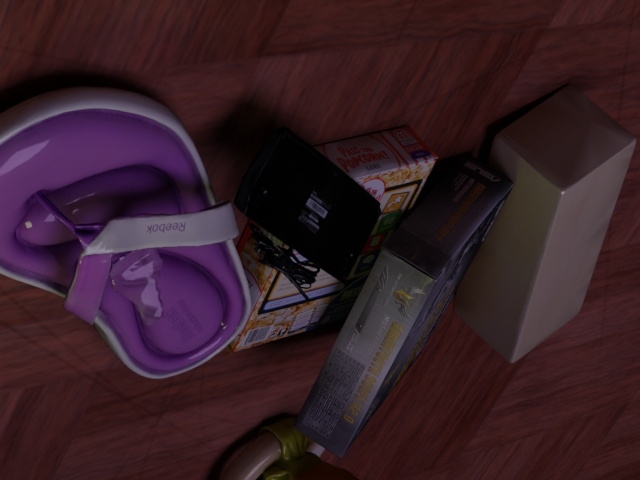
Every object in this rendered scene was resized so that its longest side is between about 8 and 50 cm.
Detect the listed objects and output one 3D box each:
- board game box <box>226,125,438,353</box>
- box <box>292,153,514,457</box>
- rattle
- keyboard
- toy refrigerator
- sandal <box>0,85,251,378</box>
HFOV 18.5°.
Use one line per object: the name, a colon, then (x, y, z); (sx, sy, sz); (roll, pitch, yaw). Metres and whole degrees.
board game box: (0.000, 0.000, 1.638); (0.146, 0.045, 0.193); (-14, 143, -41)
box: (0.073, 0.057, 1.731); (0.183, 0.056, 0.231); (-48, 167, -51)
rattle: (-0.045, 0.281, 1.907); (0.200, 0.143, 0.130); (-52, 170, 9)
keyboard: (-0.022, -0.020, 1.518); (0.100, 0.038, 0.192); (-62, 148, -5)
toy refrigerator: (0.202, -0.013, 1.830); (0.102, 0.094, 0.269); (-34, 154, -27)
sandal: (-0.127, 0.012, 1.431); (0.169, 0.102, 0.416); (-41, 153, 0)
